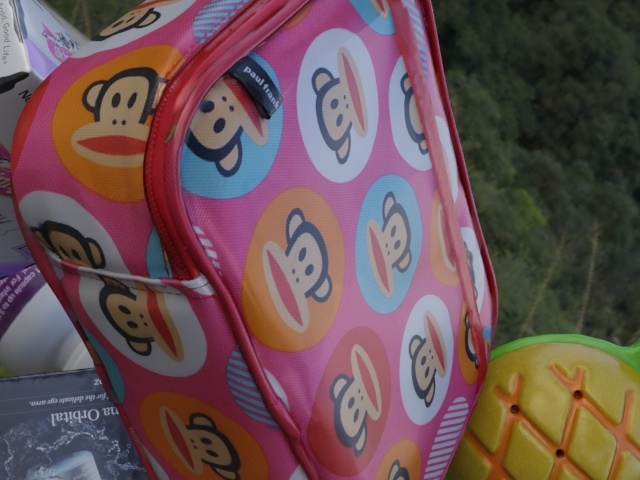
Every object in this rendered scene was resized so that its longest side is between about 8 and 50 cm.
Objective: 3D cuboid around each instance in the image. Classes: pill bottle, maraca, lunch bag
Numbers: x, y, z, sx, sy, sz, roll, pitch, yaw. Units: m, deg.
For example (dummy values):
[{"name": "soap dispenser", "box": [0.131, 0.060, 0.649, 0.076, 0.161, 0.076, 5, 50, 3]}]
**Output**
[{"name": "pill bottle", "box": [-0.280, 0.020, 0.902, 0.301, 0.169, 0.169, 41, 26, 6]}, {"name": "maraca", "box": [0.163, 0.117, 0.593, 0.099, 0.186, 0.127, -31, 106, -82]}, {"name": "lunch bag", "box": [0.000, 0.000, 0.487, 0.258, 0.120, 0.293, -54, 136, -42]}]

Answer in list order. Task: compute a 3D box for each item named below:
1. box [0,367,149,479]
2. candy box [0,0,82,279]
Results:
[{"name": "box", "box": [-0.172, 0.178, 0.732, 0.156, 0.093, 0.158, -5, 80, -12]}, {"name": "candy box", "box": [-0.205, -0.041, 0.528, 0.165, 0.196, 0.070, 50, 18, -64]}]
